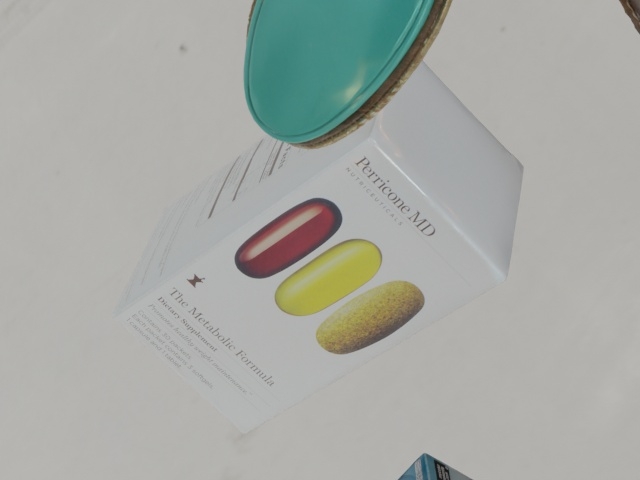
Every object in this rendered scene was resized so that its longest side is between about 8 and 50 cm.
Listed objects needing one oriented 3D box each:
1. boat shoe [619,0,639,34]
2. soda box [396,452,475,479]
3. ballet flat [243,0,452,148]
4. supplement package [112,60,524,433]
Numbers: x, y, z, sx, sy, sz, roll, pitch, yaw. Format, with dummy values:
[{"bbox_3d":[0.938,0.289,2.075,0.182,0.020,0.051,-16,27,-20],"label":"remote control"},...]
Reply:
[{"bbox_3d":[0.169,-0.051,0.576,0.095,0.095,0.257,-33,64,-8],"label":"boat shoe"},{"bbox_3d":[0.058,0.177,0.626,0.063,0.183,0.058,32,115,-20],"label":"soda box"},{"bbox_3d":[0.032,-0.123,0.528,0.073,0.206,0.067,35,35,10],"label":"ballet flat"},{"bbox_3d":[0.000,0.000,1.018,0.139,0.244,0.134,44,34,-19],"label":"supplement package"}]
